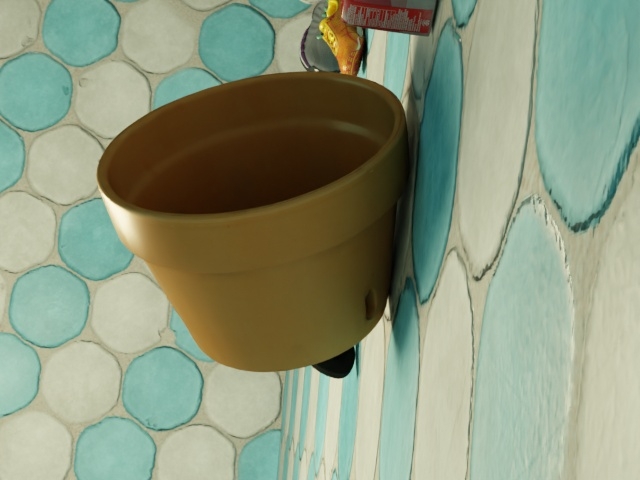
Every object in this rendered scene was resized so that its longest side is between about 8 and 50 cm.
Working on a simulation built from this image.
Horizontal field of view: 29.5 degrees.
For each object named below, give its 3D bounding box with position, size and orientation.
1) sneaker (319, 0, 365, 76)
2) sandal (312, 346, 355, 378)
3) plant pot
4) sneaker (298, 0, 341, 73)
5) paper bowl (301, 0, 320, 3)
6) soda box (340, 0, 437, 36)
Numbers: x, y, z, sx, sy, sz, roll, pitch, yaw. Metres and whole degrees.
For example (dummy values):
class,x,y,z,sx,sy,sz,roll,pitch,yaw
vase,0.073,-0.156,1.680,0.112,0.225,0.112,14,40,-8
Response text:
class,x,y,z,sx,sy,sz,roll,pitch,yaw
sneaker,0.031,-0.291,1.775,0.175,0.068,0.064,-92,9,-51
sandal,0.016,0.094,1.496,0.179,0.067,0.040,-85,14,-48
plant pot,-0.047,-0.012,1.173,0.291,0.291,0.203,-91,-10,-59
sneaker,0.012,-0.379,2.119,0.098,0.083,0.223,106,171,-45
paper bowl,-0.035,-0.527,1.916,0.284,0.148,0.284,49,-160,-25
soda box,0.072,-0.303,1.006,0.263,0.084,0.092,100,174,-45
